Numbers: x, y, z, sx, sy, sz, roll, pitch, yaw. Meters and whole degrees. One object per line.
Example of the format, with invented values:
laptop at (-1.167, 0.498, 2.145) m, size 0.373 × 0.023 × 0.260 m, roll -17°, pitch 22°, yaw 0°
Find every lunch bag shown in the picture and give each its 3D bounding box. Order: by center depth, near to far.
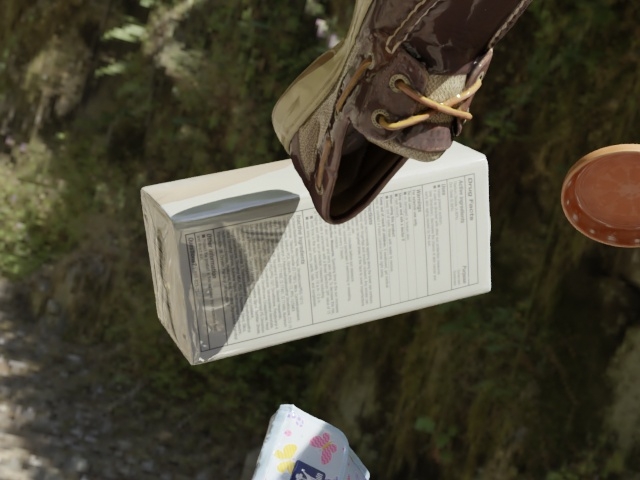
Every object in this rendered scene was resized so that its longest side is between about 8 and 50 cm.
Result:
lunch bag at (-0.011, 0.138, 0.642) m, size 0.053 × 0.071 × 0.083 m, roll 0°, pitch -37°, yaw 29°

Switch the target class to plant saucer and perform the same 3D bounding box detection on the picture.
plant saucer at (0.191, -0.029, 0.731) m, size 0.083 × 0.083 × 0.013 m, roll 15°, pitch 48°, yaw -1°

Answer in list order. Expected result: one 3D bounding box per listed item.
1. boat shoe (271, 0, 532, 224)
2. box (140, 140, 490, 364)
boat shoe at (0.072, -0.114, 0.865) m, size 0.123 × 0.123 × 0.342 m, roll -2°, pitch -23°, yaw -32°
box at (0.000, 0.000, 1.128) m, size 0.311 × 0.148 × 0.121 m, roll -11°, pitch 21°, yaw -20°
